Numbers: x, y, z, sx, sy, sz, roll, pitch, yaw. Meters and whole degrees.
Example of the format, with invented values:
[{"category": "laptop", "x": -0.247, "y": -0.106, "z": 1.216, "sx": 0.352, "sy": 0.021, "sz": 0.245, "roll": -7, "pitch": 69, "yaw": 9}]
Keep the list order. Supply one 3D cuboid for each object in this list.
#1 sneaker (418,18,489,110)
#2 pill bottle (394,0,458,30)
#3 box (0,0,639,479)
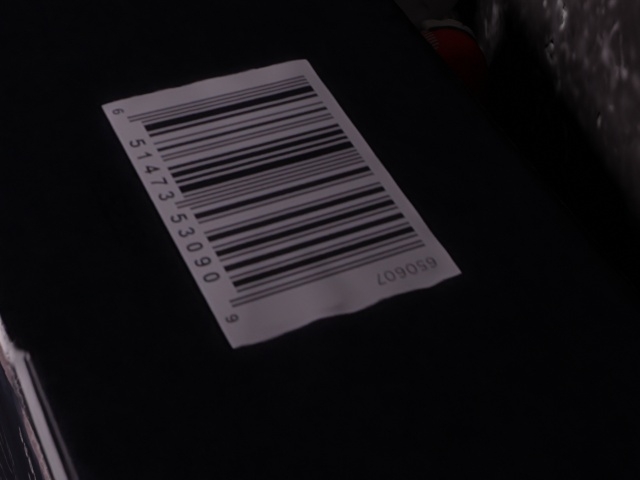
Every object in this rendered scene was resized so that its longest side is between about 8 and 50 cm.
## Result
[{"category": "sneaker", "x": 0.090, "y": -0.024, "z": 0.761, "sx": 0.118, "sy": 0.107, "sz": 0.279, "roll": 51, "pitch": 151, "yaw": 44}, {"category": "pill bottle", "x": 0.036, "y": -0.252, "z": 0.840, "sx": 0.215, "sy": 0.117, "sz": 0.117, "roll": -109, "pitch": 19, "yaw": -54}, {"category": "box", "x": -0.058, "y": 0.117, "z": 0.686, "sx": 0.480, "sy": 0.297, "sz": 0.472, "roll": 57, "pitch": 153, "yaw": 32}]
